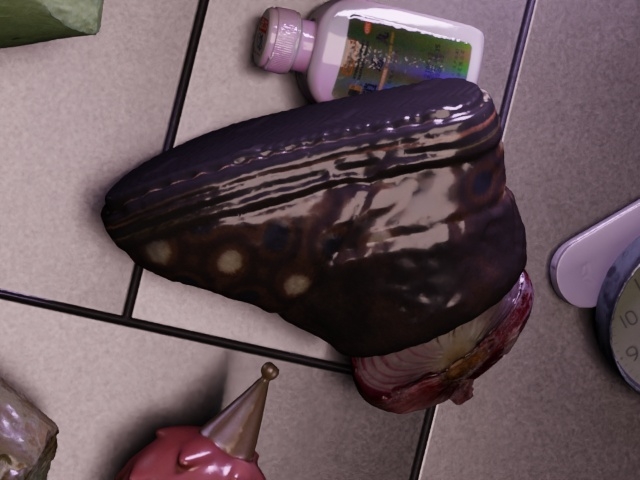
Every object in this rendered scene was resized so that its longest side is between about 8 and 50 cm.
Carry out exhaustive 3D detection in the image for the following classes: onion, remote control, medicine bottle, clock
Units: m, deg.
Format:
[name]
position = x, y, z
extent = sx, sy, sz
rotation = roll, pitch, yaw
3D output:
[onion]
position = 0.124, 0.096, 1.518
extent = 0.206, 0.151, 0.098
rotation = -31, 135, -1
[remote control]
position = 0.353, -0.007, 1.608
extent = 0.245, 0.022, 0.077
rotation = -29, 100, -11
[medicine bottle]
position = 0.046, -0.177, 1.483
extent = 0.219, 0.078, 0.115
rotation = 11, 98, -16
[clock]
position = 0.398, 0.078, 1.581
extent = 0.215, 0.042, 0.214
rotation = -2, 111, -6

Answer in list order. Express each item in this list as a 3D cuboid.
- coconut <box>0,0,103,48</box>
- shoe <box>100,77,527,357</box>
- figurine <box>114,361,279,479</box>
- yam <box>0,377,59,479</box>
[coconut]
position = -0.302, -0.298, 1.285
extent = 0.328, 0.281, 0.328
rotation = 21, 54, -32
[shoe]
position = 0.000, 0.000, 1.426
extent = 0.384, 0.171, 0.237
rotation = -14, 108, 2
[figurine]
position = -0.142, 0.289, 1.424
extent = 0.387, 0.166, 0.207
rotation = -49, 121, -4
[yam]
position = -0.367, 0.165, 1.359
extent = 0.304, 0.168, 0.168
rotation = 43, 83, -12
